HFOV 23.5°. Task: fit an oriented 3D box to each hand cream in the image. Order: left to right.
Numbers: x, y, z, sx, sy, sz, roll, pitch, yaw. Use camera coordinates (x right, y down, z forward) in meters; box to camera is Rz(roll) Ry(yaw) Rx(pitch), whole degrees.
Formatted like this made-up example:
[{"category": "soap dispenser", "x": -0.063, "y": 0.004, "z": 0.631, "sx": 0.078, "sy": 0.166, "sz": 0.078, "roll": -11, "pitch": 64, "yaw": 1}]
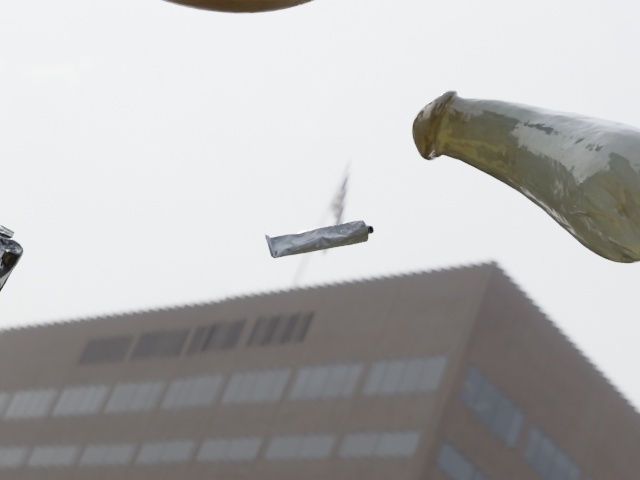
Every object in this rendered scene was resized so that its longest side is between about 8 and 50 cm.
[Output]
[{"category": "hand cream", "x": 0.000, "y": 0.000, "z": 1.280, "sx": 0.093, "sy": 0.030, "sz": 0.019, "roll": -11, "pitch": -50, "yaw": -13}]

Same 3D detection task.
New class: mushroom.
[{"category": "mushroom", "x": 0.193, "y": -0.057, "z": 1.235, "sx": 0.118, "sy": 0.103, "sz": 0.270, "roll": 2, "pitch": 16, "yaw": -43}]

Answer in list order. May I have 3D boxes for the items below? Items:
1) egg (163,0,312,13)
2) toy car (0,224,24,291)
[{"category": "egg", "x": -0.064, "y": -0.284, "z": 0.756, "sx": 0.282, "sy": 0.283, "sz": 0.351, "roll": -22, "pitch": -90, "yaw": 52}, {"category": "toy car", "x": -0.327, "y": 0.040, "z": 1.294, "sx": 0.108, "sy": 0.209, "sz": 0.089, "roll": 29, "pitch": -71, "yaw": -10}]
